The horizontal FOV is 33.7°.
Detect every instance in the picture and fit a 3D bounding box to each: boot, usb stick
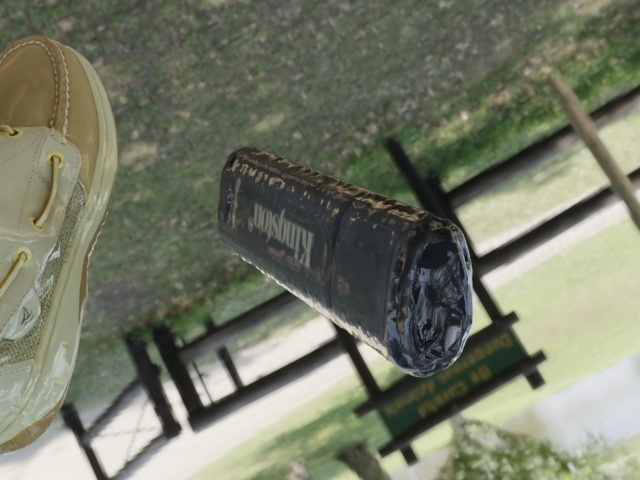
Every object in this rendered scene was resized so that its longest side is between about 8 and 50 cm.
[{"bbox_3d":[-0.211,-0.042,0.545,0.095,0.262,0.203,-16,145,29],"label":"boot"},{"bbox_3d":[0.000,0.000,0.580,0.045,0.077,0.278,-7,-165,-21],"label":"usb stick"}]
